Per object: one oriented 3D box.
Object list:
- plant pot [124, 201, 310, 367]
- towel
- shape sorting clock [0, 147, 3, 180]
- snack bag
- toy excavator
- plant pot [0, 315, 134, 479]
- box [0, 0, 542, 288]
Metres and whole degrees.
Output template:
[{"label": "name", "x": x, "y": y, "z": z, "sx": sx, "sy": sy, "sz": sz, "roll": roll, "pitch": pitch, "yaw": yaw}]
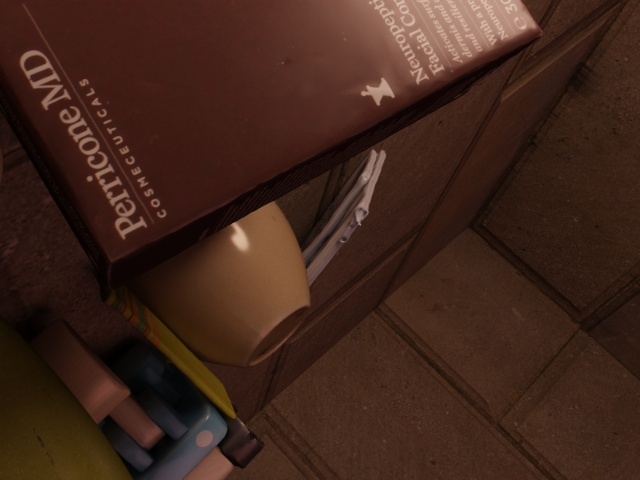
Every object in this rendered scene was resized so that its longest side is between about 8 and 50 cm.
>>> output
[{"label": "plant pot", "x": -0.126, "y": 0.077, "z": 1.002, "sx": 0.284, "sy": 0.191, "sz": 0.284, "roll": -42, "pitch": 165, "yaw": -14}, {"label": "towel", "x": -0.199, "y": 0.139, "z": 0.866, "sx": 0.021, "sy": 0.237, "sz": 0.102, "roll": -41, "pitch": -157, "yaw": -4}, {"label": "shape sorting clock", "x": -0.329, "y": -0.026, "z": 0.483, "sx": 0.206, "sy": 0.040, "sz": 0.206, "roll": -42, "pitch": 164, "yaw": -15}, {"label": "snack bag", "x": 0.000, "y": 0.000, "z": 1.214, "sx": 0.323, "sy": 0.037, "sz": 0.342, "roll": -51, "pitch": -174, "yaw": 25}, {"label": "toy excavator", "x": -0.294, "y": 0.258, "z": 1.020, "sx": 0.222, "sy": 0.445, "sz": 0.433, "roll": -44, "pitch": -154, "yaw": -12}, {"label": "plant pot", "x": -0.327, "y": 0.219, "z": 0.637, "sx": 0.275, "sy": 0.275, "sz": 0.293, "roll": -31, "pitch": 119, "yaw": -43}, {"label": "box", "x": -0.040, "y": -0.142, "z": 0.520, "sx": 0.381, "sy": 0.191, "sz": 0.143, "roll": -31, "pitch": 180, "yaw": -19}]
